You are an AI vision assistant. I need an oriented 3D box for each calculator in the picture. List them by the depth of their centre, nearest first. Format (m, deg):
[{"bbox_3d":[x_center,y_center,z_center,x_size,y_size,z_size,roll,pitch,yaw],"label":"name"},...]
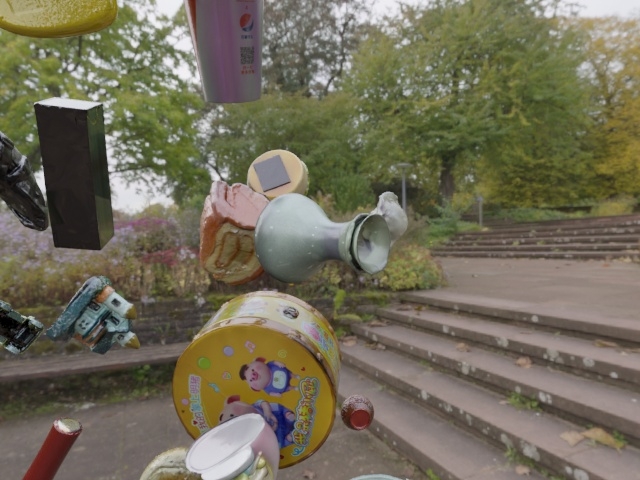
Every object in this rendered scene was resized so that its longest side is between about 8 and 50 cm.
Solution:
[{"bbox_3d":[-0.410,-0.398,0.655,0.235,0.146,0.032,-30,20,-27],"label":"calculator"}]

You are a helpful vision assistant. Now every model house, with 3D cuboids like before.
[{"bbox_3d":[-0.759,0.299,1.490,0.291,0.253,0.184,41,-15,-18],"label":"model house"}]

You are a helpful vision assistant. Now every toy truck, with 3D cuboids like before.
[{"bbox_3d":[-0.740,0.175,0.946,0.116,0.085,0.191,19,-27,26],"label":"toy truck"}]

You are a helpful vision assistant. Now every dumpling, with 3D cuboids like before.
[{"bbox_3d":[0.187,-0.063,1.204,0.108,0.188,0.127,-4,-40,38],"label":"dumpling"}]

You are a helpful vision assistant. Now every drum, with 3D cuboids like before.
[{"bbox_3d":[-0.152,0.356,1.107,0.431,0.431,0.214,-1,15,7],"label":"drum"}]

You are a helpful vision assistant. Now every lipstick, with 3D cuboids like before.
[{"bbox_3d":[-0.762,0.617,1.177,0.080,0.241,0.080,29,0,0],"label":"lipstick"}]

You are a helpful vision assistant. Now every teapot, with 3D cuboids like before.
[{"bbox_3d":[0.000,0.000,0.802,0.251,0.184,0.183,4,2,42],"label":"teapot"}]

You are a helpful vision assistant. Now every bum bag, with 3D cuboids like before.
[{"bbox_3d":[-0.639,-0.159,0.824,0.095,0.144,0.340,-24,-35,-11],"label":"bum bag"}]

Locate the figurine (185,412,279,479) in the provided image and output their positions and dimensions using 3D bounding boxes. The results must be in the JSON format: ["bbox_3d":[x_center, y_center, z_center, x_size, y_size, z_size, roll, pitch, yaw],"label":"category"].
[{"bbox_3d":[-0.199,0.601,0.963,0.206,0.316,0.284,-1,30,38],"label":"figurine"}]

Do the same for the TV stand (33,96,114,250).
[{"bbox_3d":[-0.453,-0.119,0.784,0.088,0.270,0.083,4,24,-7],"label":"TV stand"}]

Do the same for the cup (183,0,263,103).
[{"bbox_3d":[-0.207,-0.460,0.920,0.203,0.288,0.203,-1,28,0],"label":"cup"}]

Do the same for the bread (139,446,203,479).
[{"bbox_3d":[-0.474,0.852,1.439,0.305,0.306,0.159,-1,7,-1],"label":"bread"}]

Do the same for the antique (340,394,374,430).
[{"bbox_3d":[0.107,0.502,1.229,0.104,0.104,0.104,-1,-1,0],"label":"antique"}]

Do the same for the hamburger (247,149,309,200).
[{"bbox_3d":[-0.188,-0.260,1.903,0.300,0.300,0.176,-1,-23,3],"label":"hamburger"}]

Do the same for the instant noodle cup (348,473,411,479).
[{"bbox_3d":[0.106,0.528,0.651,0.296,0.214,0.296,-11,31,7],"label":"instant noodle cup"}]

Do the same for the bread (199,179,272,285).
[{"bbox_3d":[-0.197,-0.002,1.002,0.190,0.123,0.244,15,-50,-15],"label":"bread"}]
